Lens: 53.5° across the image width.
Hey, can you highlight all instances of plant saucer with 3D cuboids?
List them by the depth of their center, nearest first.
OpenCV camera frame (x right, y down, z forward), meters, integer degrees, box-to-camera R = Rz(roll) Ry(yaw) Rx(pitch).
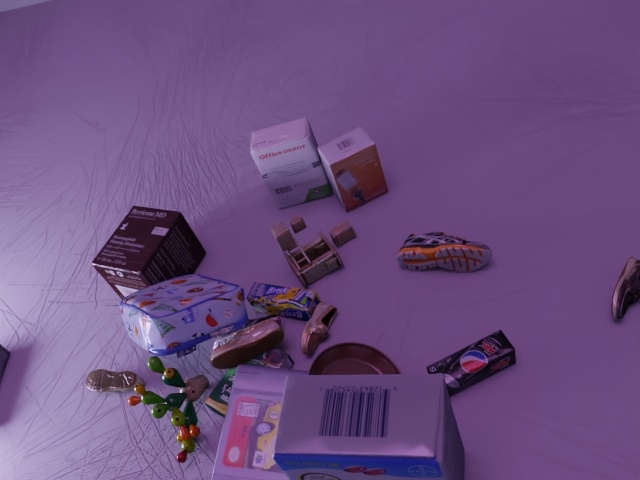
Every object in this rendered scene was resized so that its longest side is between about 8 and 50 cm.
[{"bbox_3d":[0.070,0.297,1.274,0.198,0.036,0.199,6,46,-6],"label":"plant saucer"}]

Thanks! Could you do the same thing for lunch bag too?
[{"bbox_3d":[-0.304,0.160,1.436,0.243,0.115,0.303,-18,15,-31],"label":"lunch bag"}]

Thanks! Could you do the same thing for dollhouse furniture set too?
[{"bbox_3d":[0.000,0.000,1.515,0.182,0.161,0.101,-31,47,-6],"label":"dollhouse furniture set"}]

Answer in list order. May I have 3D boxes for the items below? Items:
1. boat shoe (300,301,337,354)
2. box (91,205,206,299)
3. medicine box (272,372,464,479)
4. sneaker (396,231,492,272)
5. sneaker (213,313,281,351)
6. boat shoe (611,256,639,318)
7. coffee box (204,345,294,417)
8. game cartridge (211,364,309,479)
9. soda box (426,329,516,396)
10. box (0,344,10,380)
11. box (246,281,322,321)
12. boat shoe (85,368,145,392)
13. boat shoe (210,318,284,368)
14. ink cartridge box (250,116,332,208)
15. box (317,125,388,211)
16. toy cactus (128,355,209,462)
[{"bbox_3d":[-0.003,0.196,1.420,0.045,0.050,0.135,3,51,30],"label":"boat shoe"},{"bbox_3d":[-0.439,0.044,1.642,0.168,0.167,0.203,7,53,27],"label":"box"},{"bbox_3d":[0.095,0.358,1.071,0.263,0.289,0.149,-5,47,17],"label":"medicine box"},{"bbox_3d":[0.282,0.017,1.447,0.214,0.084,0.083,2,46,24],"label":"sneaker"},{"bbox_3d":[-0.176,0.201,1.473,0.170,0.063,0.075,-25,52,5],"label":"sneaker"},{"bbox_3d":[0.619,0.094,1.263,0.049,0.056,0.152,12,55,36],"label":"boat shoe"},{"bbox_3d":[-0.154,0.309,1.385,0.113,0.040,0.184,21,60,34],"label":"coffee box"},{"bbox_3d":[-0.097,0.390,1.253,0.196,0.060,0.294,5,56,5],"label":"game cartridge"},{"bbox_3d":[0.298,0.245,1.251,0.169,0.060,0.053,-27,47,-3],"label":"soda box"},{"bbox_3d":[-0.909,0.384,1.603,0.183,0.056,0.231,-13,47,11],"label":"box"},{"bbox_3d":[-0.084,0.144,1.491,0.168,0.059,0.054,8,55,27],"label":"box"},{"bbox_3d":[-0.487,0.334,1.497,0.153,0.048,0.056,-9,60,23],"label":"boat shoe"},{"bbox_3d":[-0.165,0.225,1.397,0.170,0.063,0.059,-23,41,-12],"label":"boat shoe"},{"bbox_3d":[-0.075,-0.203,1.682,0.160,0.219,0.093,-14,47,9],"label":"ink cartridge box"},{"bbox_3d":[0.085,-0.182,1.636,0.130,0.170,0.091,-27,45,-3],"label":"box"},{"bbox_3d":[-0.304,0.343,1.352,0.112,0.219,0.180,-32,-3,25],"label":"toy cactus"}]
